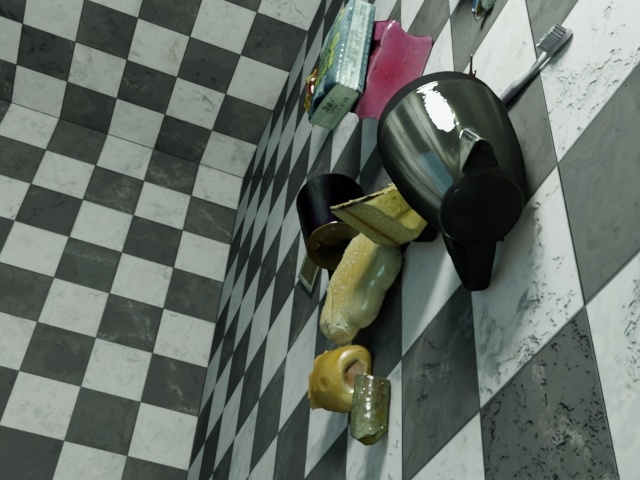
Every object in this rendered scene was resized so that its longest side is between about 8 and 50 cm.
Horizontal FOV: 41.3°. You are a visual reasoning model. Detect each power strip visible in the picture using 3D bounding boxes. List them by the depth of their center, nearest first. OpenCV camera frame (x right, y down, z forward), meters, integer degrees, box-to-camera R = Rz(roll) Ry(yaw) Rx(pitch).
[{"bbox_3d":[0.185,-0.018,1.574,0.111,0.029,0.038,175,116,-77],"label":"power strip"}]

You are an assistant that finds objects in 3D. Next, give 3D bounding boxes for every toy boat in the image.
[{"bbox_3d":[0.313,-0.455,1.614,0.038,0.038,0.083,-101,31,-65],"label":"toy boat"}]

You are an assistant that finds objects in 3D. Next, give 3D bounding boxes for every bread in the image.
[{"bbox_3d":[0.138,-0.096,1.556,0.178,0.135,0.240,-57,9,-9],"label":"bread"},{"bbox_3d":[0.036,0.274,1.690,0.173,0.085,0.134,139,147,-66],"label":"bread"},{"bbox_3d":[0.083,0.073,1.760,0.316,0.054,0.316,-57,16,26],"label":"bread"}]

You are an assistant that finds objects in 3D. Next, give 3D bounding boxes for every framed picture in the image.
[{"bbox_3d":[0.000,0.000,2.364,0.217,0.017,0.274,-131,60,-76],"label":"framed picture"}]

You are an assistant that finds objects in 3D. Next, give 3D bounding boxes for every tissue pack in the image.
[{"bbox_3d":[0.048,-0.414,2.002,0.185,0.081,0.257,132,152,-60],"label":"tissue pack"}]

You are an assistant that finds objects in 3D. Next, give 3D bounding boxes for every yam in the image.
[{"bbox_3d":[0.088,0.296,1.494,0.070,0.069,0.146,123,159,-49],"label":"yam"}]

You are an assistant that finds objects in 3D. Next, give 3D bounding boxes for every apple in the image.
[{"bbox_3d":[0.020,-0.454,2.613,0.158,0.147,0.156,125,128,-80],"label":"apple"}]

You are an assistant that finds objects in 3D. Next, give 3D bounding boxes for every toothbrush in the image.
[{"bbox_3d":[0.298,-0.237,1.389,0.024,0.029,0.354,-64,6,-31],"label":"toothbrush"}]

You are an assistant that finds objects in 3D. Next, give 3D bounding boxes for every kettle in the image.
[{"bbox_3d":[0.197,-0.084,1.251,0.251,0.207,0.271,-58,26,27],"label":"kettle"}]

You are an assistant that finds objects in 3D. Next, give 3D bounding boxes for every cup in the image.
[{"bbox_3d":[0.048,-0.015,1.995,0.166,0.239,0.177,-24,37,12],"label":"cup"}]

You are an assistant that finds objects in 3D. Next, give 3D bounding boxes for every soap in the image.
[{"bbox_3d":[0.137,-0.410,2.081,0.359,0.128,0.233,-123,53,-73],"label":"soap"}]

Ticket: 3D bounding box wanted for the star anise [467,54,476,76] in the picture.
[{"bbox_3d":[0.243,-0.211,1.447,0.144,0.140,0.158,-37,29,8],"label":"star anise"}]
